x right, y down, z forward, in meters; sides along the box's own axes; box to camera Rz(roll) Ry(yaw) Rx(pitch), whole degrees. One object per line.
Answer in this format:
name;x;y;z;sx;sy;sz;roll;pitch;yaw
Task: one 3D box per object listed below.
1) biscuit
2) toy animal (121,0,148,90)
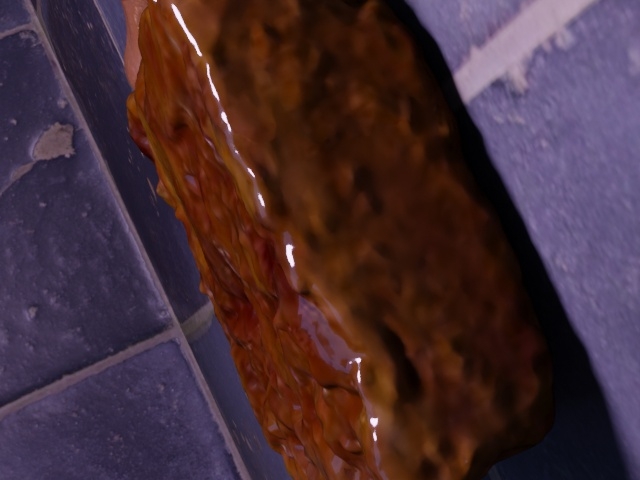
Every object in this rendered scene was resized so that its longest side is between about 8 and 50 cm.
biscuit;0.000;0.000;0.793;0.395;0.166;0.342;66;166;3
toy animal;-0.145;-0.217;0.966;0.097;0.158;0.312;52;159;40
